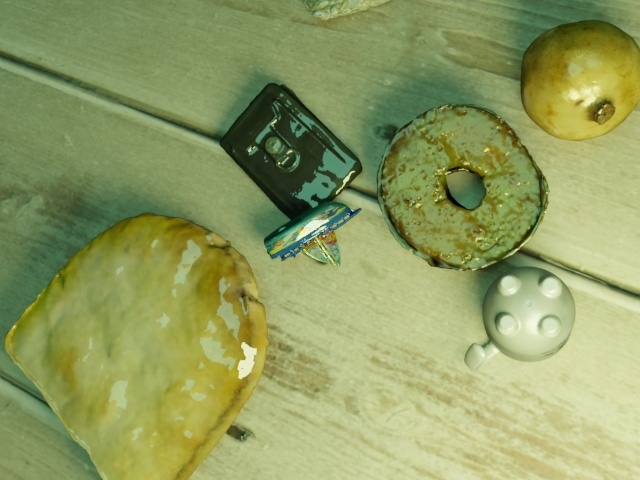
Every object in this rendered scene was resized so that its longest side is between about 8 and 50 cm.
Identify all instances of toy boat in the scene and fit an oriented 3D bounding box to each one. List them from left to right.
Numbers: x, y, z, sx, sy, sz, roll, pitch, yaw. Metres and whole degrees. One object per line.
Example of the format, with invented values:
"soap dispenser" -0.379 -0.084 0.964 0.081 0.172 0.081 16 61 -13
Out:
"toy boat" 0.000 0.000 1.189 0.175 0.091 0.110 -31 103 2

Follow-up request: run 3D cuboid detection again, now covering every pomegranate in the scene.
"pomegranate" 0.405 -0.242 1.080 0.196 0.196 0.196 -4 74 15

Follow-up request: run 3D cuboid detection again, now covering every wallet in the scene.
"wallet" -0.056 -0.158 1.257 0.168 0.052 0.245 -45 71 4

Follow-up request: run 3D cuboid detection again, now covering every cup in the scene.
"cup" 0.286 0.110 1.034 0.174 0.142 0.134 -14 72 12

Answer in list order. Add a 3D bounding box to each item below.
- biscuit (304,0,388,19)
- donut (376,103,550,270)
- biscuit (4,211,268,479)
"biscuit" 0.035 -0.496 1.327 0.265 0.040 0.188 20 81 21
"donut" 0.228 -0.076 1.127 0.272 0.107 0.272 -3 79 16
"biscuit" -0.302 0.170 1.205 0.429 0.104 0.446 38 90 21
